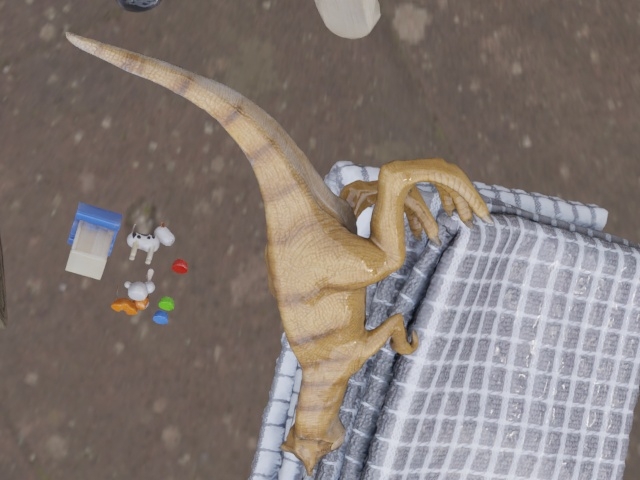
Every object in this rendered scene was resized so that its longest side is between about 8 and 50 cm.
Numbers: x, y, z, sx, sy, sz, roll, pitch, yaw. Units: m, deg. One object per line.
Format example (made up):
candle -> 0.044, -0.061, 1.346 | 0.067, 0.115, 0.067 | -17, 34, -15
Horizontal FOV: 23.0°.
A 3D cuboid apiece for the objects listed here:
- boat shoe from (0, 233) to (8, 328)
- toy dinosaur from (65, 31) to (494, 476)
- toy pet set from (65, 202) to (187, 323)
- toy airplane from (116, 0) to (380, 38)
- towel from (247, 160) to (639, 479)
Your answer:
boat shoe -> -0.305, 0.029, 1.230 | 0.104, 0.307, 0.111 | -9, 94, -6
toy dinosaur -> 0.000, 0.000, 0.581 | 0.112, 0.064, 0.212 | -31, 123, -24
toy pet set -> -0.181, 0.011, 1.482 | 0.114, 0.065, 0.122 | 17, 148, -9
toy airplane -> -0.032, -0.376, 1.533 | 0.384, 0.272, 0.386 | 23, 145, -20
towel -> 0.095, 0.105, 1.011 | 0.235, 0.121, 0.284 | 11, 98, -35
